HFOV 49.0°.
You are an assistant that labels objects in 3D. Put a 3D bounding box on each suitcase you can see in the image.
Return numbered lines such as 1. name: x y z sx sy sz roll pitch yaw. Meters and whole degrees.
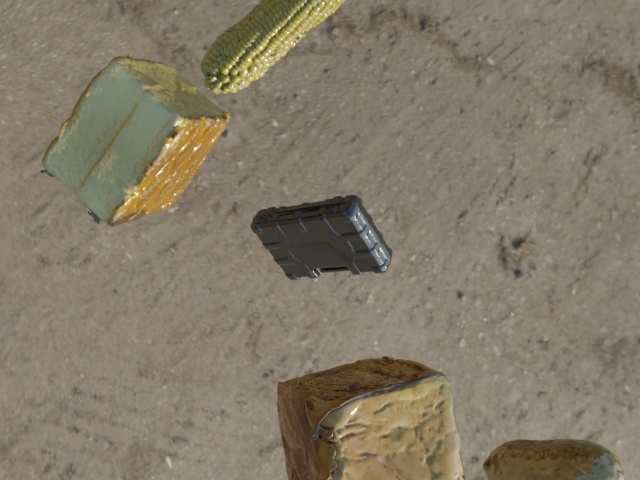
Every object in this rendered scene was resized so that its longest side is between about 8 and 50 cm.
1. suitcase: 0.000 0.000 1.587 0.206 0.285 0.066 56 43 -35

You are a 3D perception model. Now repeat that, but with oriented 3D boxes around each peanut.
1. peanut: 0.317 0.324 0.970 0.108 0.226 0.095 20 67 -28

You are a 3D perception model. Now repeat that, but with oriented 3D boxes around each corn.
1. corn: -0.066 -0.302 1.000 0.086 0.288 0.087 32 43 -36

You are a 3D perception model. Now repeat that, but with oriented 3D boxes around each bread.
1. bread: 0.048 0.199 0.689 0.158 0.149 0.143 -6 91 -14
2. bread: -0.354 -0.201 1.391 0.207 0.279 0.279 40 110 4
